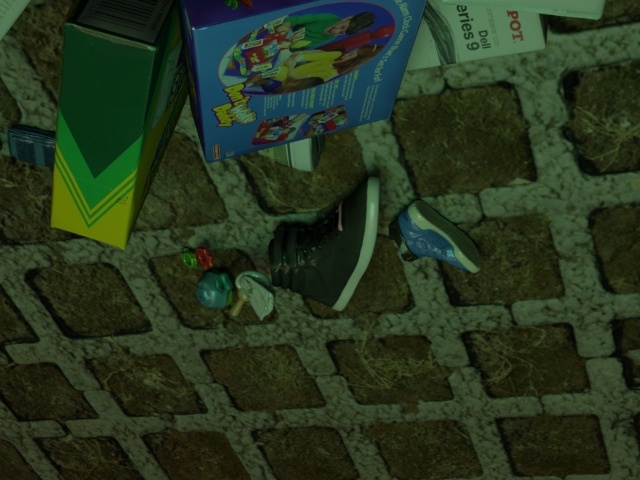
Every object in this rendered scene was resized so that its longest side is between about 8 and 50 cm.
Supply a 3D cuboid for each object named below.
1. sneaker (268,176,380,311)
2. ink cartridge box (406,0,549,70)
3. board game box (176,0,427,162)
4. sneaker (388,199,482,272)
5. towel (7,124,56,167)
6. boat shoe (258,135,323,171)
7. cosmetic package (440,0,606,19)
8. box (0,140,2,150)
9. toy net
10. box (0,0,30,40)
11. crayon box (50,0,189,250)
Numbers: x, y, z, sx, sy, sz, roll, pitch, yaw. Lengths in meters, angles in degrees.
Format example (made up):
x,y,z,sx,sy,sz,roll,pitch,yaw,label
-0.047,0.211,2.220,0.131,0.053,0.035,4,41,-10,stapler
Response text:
x,y,z,sx,sy,sz,roll,pitch,yaw,label
0.000,0.001,1.666,0.147,0.104,0.295,13,141,-7,sneaker
0.116,-0.323,1.299,0.289,0.121,0.211,-6,133,19,ink cartridge box
-0.025,-0.202,1.143,0.233,0.078,0.347,-15,165,-8,board game box
0.172,0.011,1.666,0.152,0.058,0.084,38,126,-17,sneaker
-0.427,-0.140,1.689,0.120,0.029,0.067,12,137,2,towel
-0.054,-0.208,1.473,0.094,0.109,0.302,8,138,10,boat shoe
0.209,-0.454,0.953,0.162,0.230,0.453,6,126,0,cosmetic package
-0.645,-0.159,1.627,0.270,0.165,0.143,9,136,6,box
-0.139,0.064,1.755,0.232,0.045,0.122,3,112,50,toy net
-0.445,-0.341,1.357,0.168,0.215,0.345,35,133,-21,box
-0.213,-0.227,1.307,0.106,0.363,0.313,16,136,-2,crayon box
